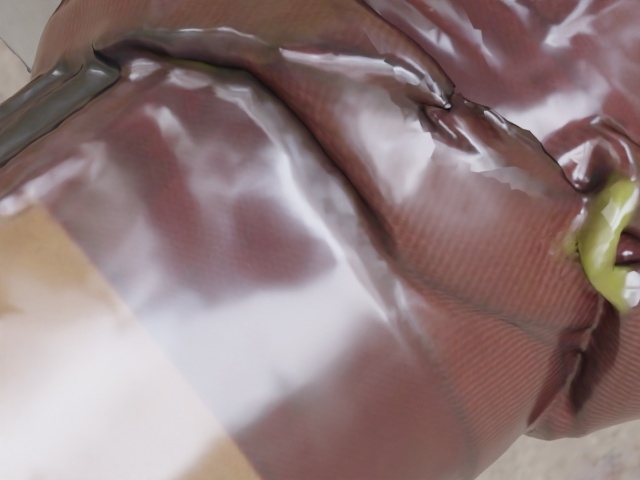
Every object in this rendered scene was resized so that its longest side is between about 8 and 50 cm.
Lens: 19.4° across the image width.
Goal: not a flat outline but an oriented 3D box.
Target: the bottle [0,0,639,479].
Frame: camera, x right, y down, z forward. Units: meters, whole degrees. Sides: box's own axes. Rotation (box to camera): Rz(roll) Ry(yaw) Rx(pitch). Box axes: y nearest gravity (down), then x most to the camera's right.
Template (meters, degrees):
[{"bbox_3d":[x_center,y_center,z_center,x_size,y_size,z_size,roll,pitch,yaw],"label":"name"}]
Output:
[{"bbox_3d":[0.000,0.000,0.384,0.271,0.143,0.156,-38,73,-10],"label":"bottle"}]

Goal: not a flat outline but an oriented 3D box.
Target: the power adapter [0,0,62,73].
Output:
[{"bbox_3d":[-0.060,-0.138,0.578,0.187,0.255,0.124,46,77,-17],"label":"power adapter"}]
